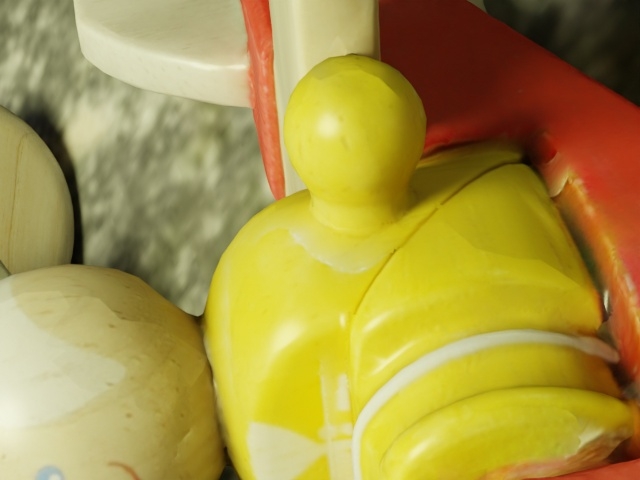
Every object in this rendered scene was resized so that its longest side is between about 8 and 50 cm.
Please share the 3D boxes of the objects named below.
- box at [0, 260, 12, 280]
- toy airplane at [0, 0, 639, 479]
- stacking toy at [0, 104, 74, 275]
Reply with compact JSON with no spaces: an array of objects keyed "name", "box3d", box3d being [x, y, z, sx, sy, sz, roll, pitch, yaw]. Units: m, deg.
[{"name":"box","box3d":[-0.134,0.156,0.764,0.311,0.121,0.148,50,132,8]},{"name":"toy airplane","box3d":[0.000,0.000,0.540,0.386,0.272,0.384,66,159,4]},{"name":"stacking toy","box3d":[-0.267,0.002,1.018,0.330,0.141,0.141,-6,88,58]}]
